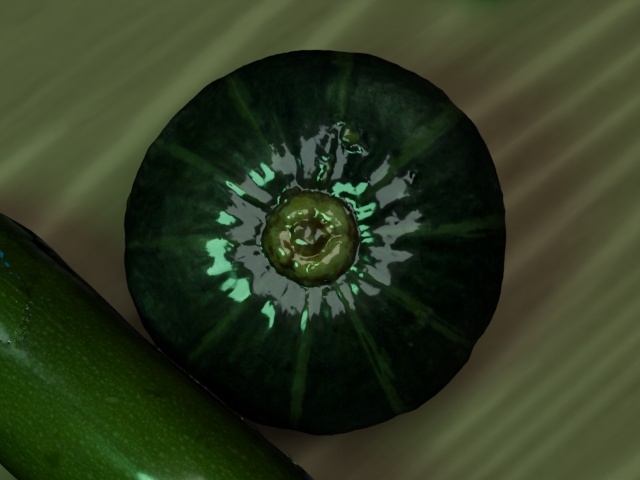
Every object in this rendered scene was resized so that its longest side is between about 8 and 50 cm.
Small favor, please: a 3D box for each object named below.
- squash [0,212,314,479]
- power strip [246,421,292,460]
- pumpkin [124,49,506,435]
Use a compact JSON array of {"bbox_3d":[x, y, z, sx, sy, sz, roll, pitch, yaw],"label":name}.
[{"bbox_3d":[-0.076,0.087,0.758,0.331,0.087,0.087,39,71,16],"label":"squash"},{"bbox_3d":[-0.126,0.149,0.788,0.253,0.027,0.060,-21,78,-14],"label":"power strip"},{"bbox_3d":[0.000,0.001,0.802,0.167,0.125,0.167,-2,79,11],"label":"pumpkin"}]
